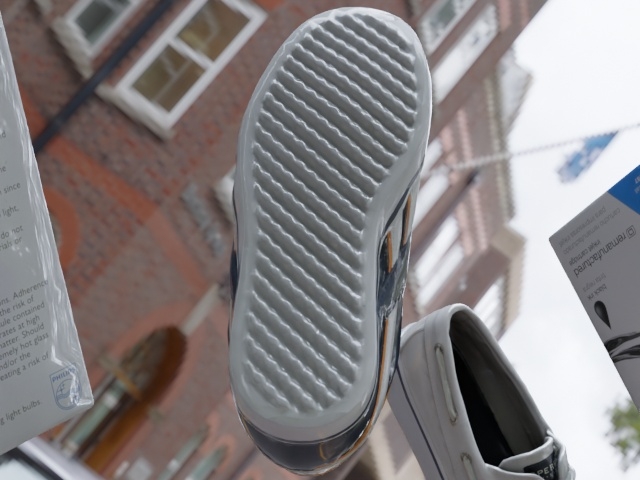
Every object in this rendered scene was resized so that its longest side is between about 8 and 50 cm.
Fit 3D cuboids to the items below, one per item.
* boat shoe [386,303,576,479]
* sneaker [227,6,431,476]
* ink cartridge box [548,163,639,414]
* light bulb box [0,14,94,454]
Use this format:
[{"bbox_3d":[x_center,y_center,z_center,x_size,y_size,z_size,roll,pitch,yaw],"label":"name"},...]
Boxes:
[{"bbox_3d":[0.139,0.169,1.033,0.088,0.096,0.267,-42,-113,49],"label":"boat shoe"},{"bbox_3d":[0.000,0.000,0.952,0.126,0.321,0.127,9,-30,6],"label":"sneaker"},{"bbox_3d":[0.263,0.046,0.950,0.148,0.086,0.203,-46,-116,48],"label":"ink cartridge box"},{"bbox_3d":[-0.411,-0.010,1.196,0.358,0.225,0.361,7,-66,44],"label":"light bulb box"}]
